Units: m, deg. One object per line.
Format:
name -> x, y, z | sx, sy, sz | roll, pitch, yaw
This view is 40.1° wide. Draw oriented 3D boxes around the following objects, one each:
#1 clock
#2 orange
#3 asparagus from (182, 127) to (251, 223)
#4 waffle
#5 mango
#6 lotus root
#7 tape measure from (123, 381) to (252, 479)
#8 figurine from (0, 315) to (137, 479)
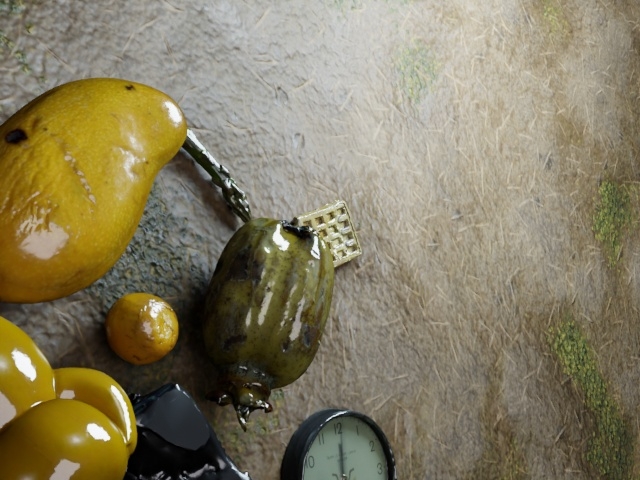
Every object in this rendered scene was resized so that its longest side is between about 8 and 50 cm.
clock -> 0.029, 0.314, 1.156 | 0.184, 0.040, 0.185 | 12, 73, -42
orange -> -0.198, 0.097, 0.966 | 0.083, 0.070, 0.083 | 29, 56, -54
asparagus -> -0.156, -0.109, 1.084 | 0.236, 0.027, 0.034 | 48, 57, -26
waffle -> 0.000, 0.000, 1.217 | 0.135, 0.021, 0.092 | -22, 98, -46
mango -> -0.260, -0.059, 0.911 | 0.177, 0.120, 0.295 | 45, 51, -18
lotus root -> -0.068, 0.101, 1.044 | 0.154, 0.154, 0.278 | 32, 59, -35
tape measure -> -0.157, 0.250, 0.890 | 0.112, 0.186, 0.199 | -31, 87, -33
figurine -> -0.284, 0.160, 0.759 | 0.228, 0.215, 0.215 | 54, 48, -3
